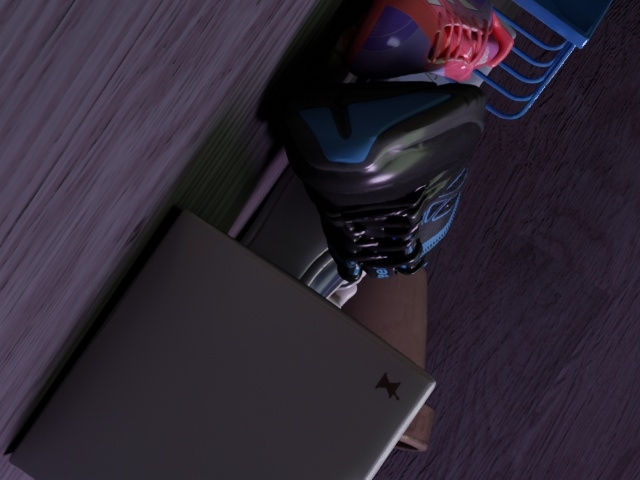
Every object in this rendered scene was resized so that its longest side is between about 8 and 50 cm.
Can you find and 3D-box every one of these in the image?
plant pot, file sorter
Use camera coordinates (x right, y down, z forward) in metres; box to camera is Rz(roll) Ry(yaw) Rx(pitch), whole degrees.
[{"bbox_3d":[0.037,0.126,1.939,0.263,0.263,0.229,100,7,-80],"label":"plant pot"},{"bbox_3d":[0.163,-0.191,1.256,0.104,0.118,0.170,-55,178,35],"label":"file sorter"}]

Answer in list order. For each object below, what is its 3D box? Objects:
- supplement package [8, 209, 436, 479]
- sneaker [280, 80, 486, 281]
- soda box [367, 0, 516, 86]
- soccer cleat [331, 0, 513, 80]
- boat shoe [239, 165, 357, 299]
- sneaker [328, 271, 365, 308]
[{"bbox_3d":[-0.049,0.108,0.970,0.177,0.175,0.293,-55,176,-3],"label":"supplement package"},{"bbox_3d":[0.052,-0.037,1.039,0.341,0.125,0.139,-12,104,-78],"label":"sneaker"},{"bbox_3d":[0.098,-0.146,1.361,0.074,0.069,0.216,-34,-167,40],"label":"soda box"},{"bbox_3d":[0.079,-0.146,1.062,0.083,0.095,0.248,-58,176,18],"label":"soccer cleat"},{"bbox_3d":[-0.011,0.007,1.223,0.254,0.095,0.079,-54,174,-19],"label":"boat shoe"},{"bbox_3d":[0.021,-0.018,1.431,0.087,0.092,0.228,-52,173,-35],"label":"sneaker"}]
